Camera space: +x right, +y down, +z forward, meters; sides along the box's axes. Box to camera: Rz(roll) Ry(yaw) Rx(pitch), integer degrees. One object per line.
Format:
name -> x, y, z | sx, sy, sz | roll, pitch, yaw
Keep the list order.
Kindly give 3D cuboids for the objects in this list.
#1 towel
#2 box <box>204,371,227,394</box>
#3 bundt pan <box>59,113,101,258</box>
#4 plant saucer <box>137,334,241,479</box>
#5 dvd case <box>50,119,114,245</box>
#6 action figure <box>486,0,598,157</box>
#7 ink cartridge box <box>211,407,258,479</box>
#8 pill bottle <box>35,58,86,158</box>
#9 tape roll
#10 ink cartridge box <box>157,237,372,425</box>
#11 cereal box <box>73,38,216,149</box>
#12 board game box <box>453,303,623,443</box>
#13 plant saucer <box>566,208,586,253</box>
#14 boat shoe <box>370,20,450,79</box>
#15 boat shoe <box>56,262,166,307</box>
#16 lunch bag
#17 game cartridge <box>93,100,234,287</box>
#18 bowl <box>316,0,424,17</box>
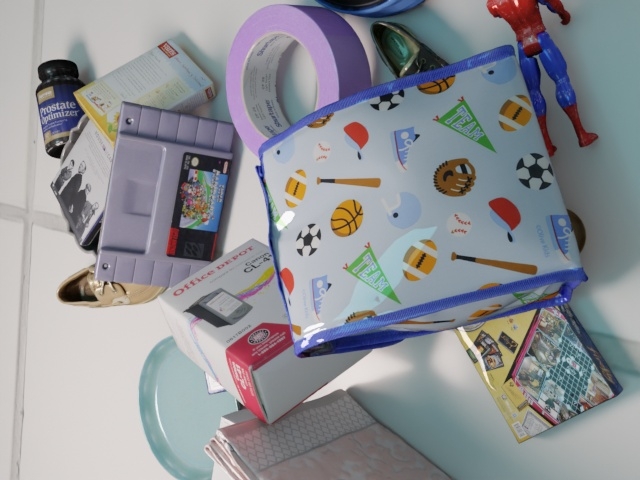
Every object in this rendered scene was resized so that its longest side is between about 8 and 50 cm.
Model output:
towel -> 0.042, 0.357, 1.044 | 0.317, 0.332, 0.053 | 34, 112, 33
box -> -0.127, 0.210, 1.332 | 0.225, 0.036, 0.136 | -15, 82, 22
bundt pan -> -0.439, -0.125, 1.533 | 0.331, 0.124, 0.330 | 2, 94, 38
plant saucer -> -0.275, 0.357, 1.472 | 0.318, 0.044, 0.317 | 1, 92, 39
dvd case -> -0.488, -0.133, 1.475 | 0.238, 0.030, 0.179 | -46, 65, 29
action figure -> 0.312, -0.271, 0.976 | 0.091, 0.139, 0.280 | -16, 104, 34
ink cartridge box -> -0.145, 0.406, 1.329 | 0.063, 0.109, 0.150 | 15, 101, 33
pill bottle -> -0.617, -0.317, 1.665 | 0.123, 0.123, 0.219 | -21, 79, 37
tape roll -> -0.044, -0.269, 1.211 | 0.275, 0.090, 0.274 | 13, 110, 41
ink cartridge box -> -0.099, 0.138, 1.162 | 0.306, 0.226, 0.131 | 26, 139, 46
cereal box -> -0.359, -0.301, 1.420 | 0.173, 0.240, 0.047 | 49, 163, 26
board game box -> 0.300, 0.151, 1.016 | 0.165, 0.042, 0.243 | -40, 68, 32
plant saucer -> 0.343, -0.007, 0.995 | 0.083, 0.015, 0.083 | 2, 93, 38
boat shoe -> 0.154, -0.270, 1.097 | 0.080, 0.073, 0.223 | -50, 62, 28
boat shoe -> -0.475, 0.099, 1.576 | 0.341, 0.110, 0.121 | -21, 79, 37
lunch bag -> 0.116, -0.032, 0.950 | 0.386, 0.239, 0.327 | -16, 71, 9
game cartridge -> -0.308, -0.080, 1.375 | 0.068, 0.230, 0.355 | -136, 56, -68
bowl -> 0.063, -0.548, 1.075 | 0.391, 0.077, 0.391 | 23, 126, 37
